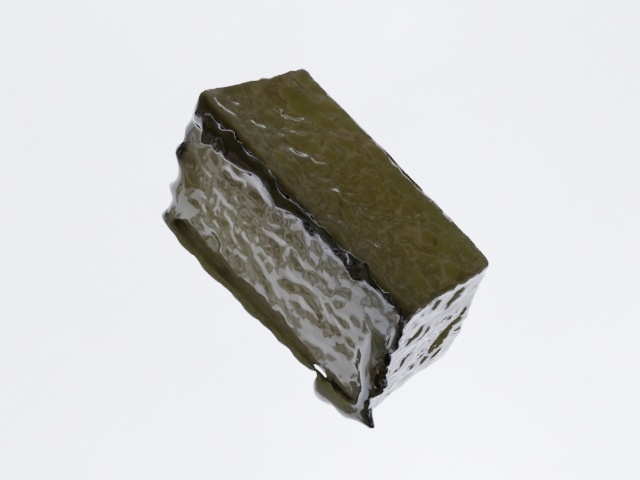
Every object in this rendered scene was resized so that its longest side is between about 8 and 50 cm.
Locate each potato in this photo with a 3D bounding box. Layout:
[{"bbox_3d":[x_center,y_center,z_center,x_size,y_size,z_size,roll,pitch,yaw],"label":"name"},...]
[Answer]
[{"bbox_3d":[0.001,0.001,0.602,0.061,0.086,0.122,-32,-113,-33],"label":"potato"}]
